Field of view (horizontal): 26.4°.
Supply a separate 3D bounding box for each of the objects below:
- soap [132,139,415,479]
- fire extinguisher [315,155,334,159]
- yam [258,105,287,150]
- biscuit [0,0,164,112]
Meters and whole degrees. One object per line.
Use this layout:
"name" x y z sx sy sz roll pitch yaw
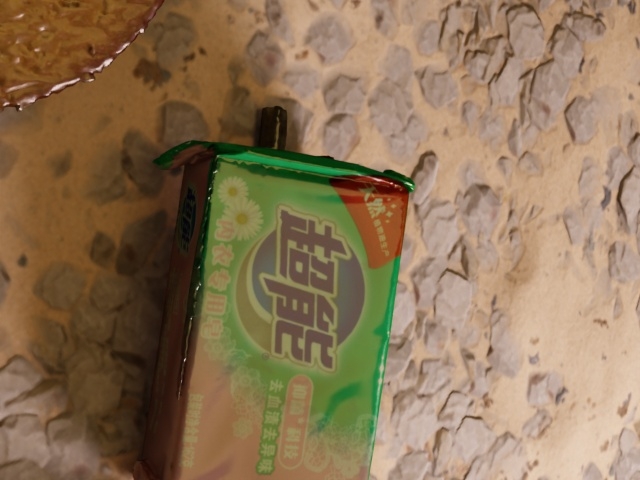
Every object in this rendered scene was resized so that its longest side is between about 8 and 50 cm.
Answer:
"soap" -0.031 0.073 1.004 0.218 0.098 0.273 9 90 -24
"fire extinguisher" 0.000 0.000 1.088 0.056 0.039 0.132 -8 99 -6
"yam" -0.044 0.012 1.064 0.027 0.029 0.234 6 90 -12
"biscuit" -0.219 -0.227 0.855 0.305 0.038 0.305 -8 109 -25
